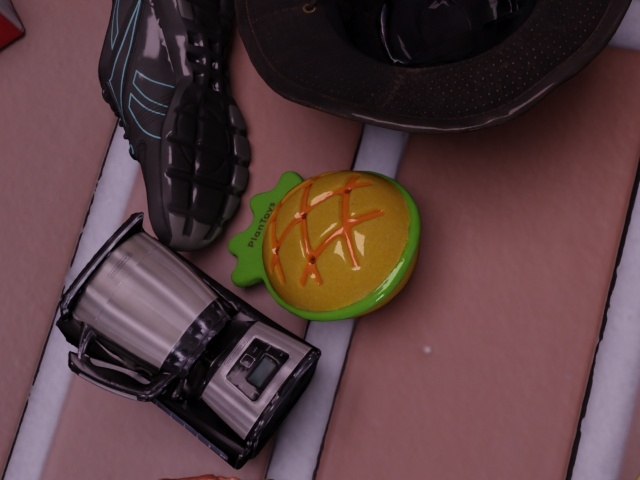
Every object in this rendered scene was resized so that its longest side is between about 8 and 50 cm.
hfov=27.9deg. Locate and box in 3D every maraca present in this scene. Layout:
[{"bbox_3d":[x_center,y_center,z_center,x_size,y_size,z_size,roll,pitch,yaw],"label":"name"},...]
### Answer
[{"bbox_3d":[0.000,0.000,0.998,0.186,0.099,0.127,12,68,44],"label":"maraca"}]

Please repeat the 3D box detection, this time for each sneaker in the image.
[{"bbox_3d":[-0.126,-0.116,1.079,0.106,0.101,0.267,-13,70,35],"label":"sneaker"}]

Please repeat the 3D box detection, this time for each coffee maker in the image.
[{"bbox_3d":[-0.095,0.078,0.983,0.178,0.171,0.120,37,93,5],"label":"coffee maker"}]

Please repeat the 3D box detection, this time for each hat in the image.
[{"bbox_3d":[0.091,-0.176,1.001,0.331,0.134,0.331,-8,53,11],"label":"hat"}]

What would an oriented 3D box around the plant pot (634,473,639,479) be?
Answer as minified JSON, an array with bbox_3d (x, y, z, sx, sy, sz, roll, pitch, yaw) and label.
[{"bbox_3d":[0.327,0.237,0.737,0.239,0.254,0.254,8,72,-26],"label":"plant pot"}]

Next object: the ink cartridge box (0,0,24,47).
[{"bbox_3d":[-0.440,-0.211,1.167,0.273,0.114,0.197,-32,69,5],"label":"ink cartridge box"}]

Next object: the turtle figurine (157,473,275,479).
[{"bbox_3d":[-0.053,0.250,0.869,0.217,0.269,0.087,6,108,22],"label":"turtle figurine"}]
